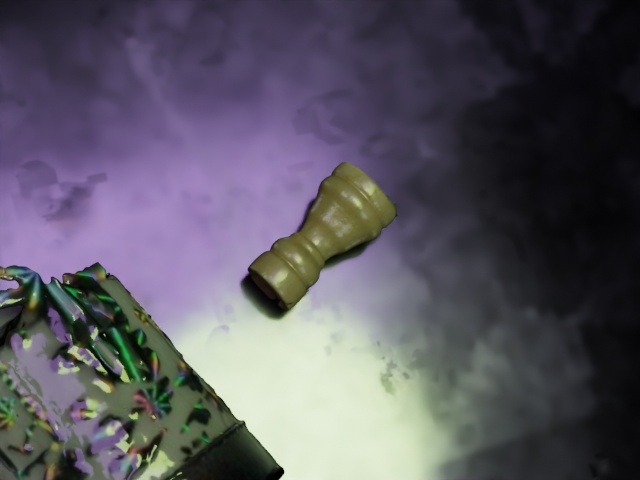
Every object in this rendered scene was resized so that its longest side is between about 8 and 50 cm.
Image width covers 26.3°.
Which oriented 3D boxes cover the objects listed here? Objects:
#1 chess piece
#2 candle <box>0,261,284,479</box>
[{"bbox_3d":[0.000,0.000,1.118,0.066,0.066,0.122,43,77,2],"label":"chess piece"},{"bbox_3d":[-0.183,0.117,0.988,0.187,0.187,0.330,-39,85,-17],"label":"candle"}]
